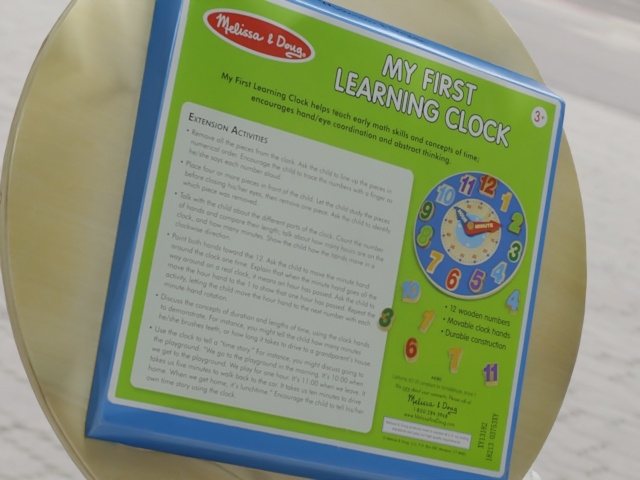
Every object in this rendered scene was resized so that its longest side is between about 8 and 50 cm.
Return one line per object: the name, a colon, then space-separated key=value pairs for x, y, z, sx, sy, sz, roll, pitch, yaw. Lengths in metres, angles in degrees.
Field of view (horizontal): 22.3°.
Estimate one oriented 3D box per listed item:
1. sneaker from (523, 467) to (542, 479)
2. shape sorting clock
sneaker: x=0.067 y=0.154 z=0.753 sx=0.111 sy=0.129 sz=0.297 roll=27 pitch=-12 yaw=1
shape sorting clock: x=0.000 y=0.000 z=0.486 sx=0.206 sy=0.206 sz=0.040 roll=8 pitch=-6 yaw=-33
